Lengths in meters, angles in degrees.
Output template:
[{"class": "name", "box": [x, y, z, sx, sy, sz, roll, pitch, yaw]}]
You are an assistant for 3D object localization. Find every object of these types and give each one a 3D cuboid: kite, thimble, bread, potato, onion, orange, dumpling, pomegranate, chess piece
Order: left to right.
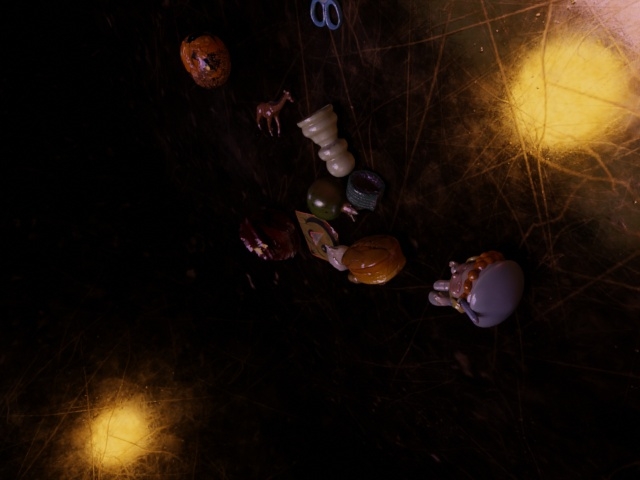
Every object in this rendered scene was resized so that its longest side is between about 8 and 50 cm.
[{"class": "orange", "box": [-0.489, -0.771, 1.908, 0.234, 0.182, 0.234, 25, 138, 25]}, {"class": "onion", "box": [-0.243, -0.041, 2.209, 0.314, 0.280, 0.146, 50, 136, 10]}, {"class": "kite", "box": [-0.002, 0.001, 2.126, 0.377, 0.013, 0.327, 48, 151, 8]}, {"class": "chess piece", "box": [0.037, -0.347, 1.608, 0.144, 0.144, 0.251, -3, 122, 57]}, {"class": "pomegranate", "box": [0.059, -0.156, 1.736, 0.224, 0.181, 0.181, 22, 141, 13]}, {"class": "dumpling", "box": [0.089, 0.079, 1.984, 0.188, 0.108, 0.127, 33, 164, -6]}, {"class": "potato", "box": [0.158, 0.170, 2.031, 0.083, 0.040, 0.051, 17, 142, 51]}, {"class": "thimble", "box": [0.161, -0.182, 1.595, 0.135, 0.118, 0.090, 29, 149, 14]}, {"class": "bread", "box": [0.200, 0.067, 1.710, 0.143, 0.195, 0.269, 55, 155, -18]}]

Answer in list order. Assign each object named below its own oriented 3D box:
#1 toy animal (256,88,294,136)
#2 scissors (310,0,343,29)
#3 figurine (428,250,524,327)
[{"class": "toy animal", "box": [-0.185, -0.528, 1.817, 0.224, 0.066, 0.230, 36, 140, 32]}, {"class": "scissors", "box": [0.010, -0.766, 1.319, 0.125, 0.030, 0.256, 32, 145, 34]}, {"class": "figurine", "box": [0.495, 0.149, 1.426, 0.205, 0.224, 0.382, 35, 177, -7]}]
